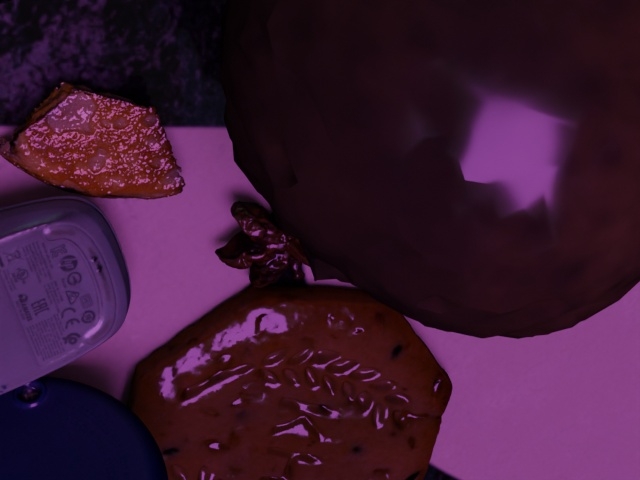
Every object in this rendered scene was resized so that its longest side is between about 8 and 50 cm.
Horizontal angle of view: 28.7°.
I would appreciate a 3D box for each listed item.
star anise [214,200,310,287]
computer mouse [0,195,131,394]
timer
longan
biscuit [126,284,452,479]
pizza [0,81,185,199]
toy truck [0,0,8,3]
[{"bbox_3d":[0.000,0.000,1.139,0.191,0.070,0.097,-10,120,-16],"label":"star anise"},{"bbox_3d":[-0.306,0.057,1.052,0.288,0.097,0.159,-26,124,-17],"label":"computer mouse"},{"bbox_3d":[-0.254,0.340,1.174,0.270,0.270,0.383,-15,138,-10],"label":"timer"},{"bbox_3d":[0.109,-0.120,0.926,0.391,0.391,0.391,-9,122,-14],"label":"longan"},{"bbox_3d":[-0.033,0.196,1.259,0.359,0.046,0.359,-9,122,-15],"label":"biscuit"},{"bbox_3d":[-0.185,-0.082,1.044,0.160,0.036,0.099,10,116,-24],"label":"pizza"},{"bbox_3d":[-0.213,-0.237,0.891,0.257,0.127,0.127,-30,123,-4],"label":"toy truck"}]
